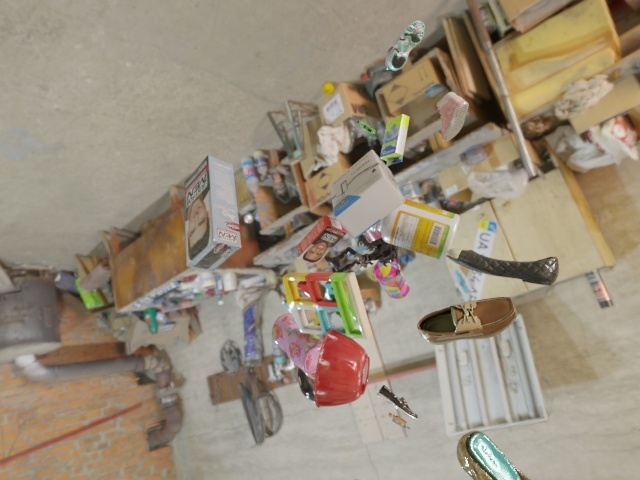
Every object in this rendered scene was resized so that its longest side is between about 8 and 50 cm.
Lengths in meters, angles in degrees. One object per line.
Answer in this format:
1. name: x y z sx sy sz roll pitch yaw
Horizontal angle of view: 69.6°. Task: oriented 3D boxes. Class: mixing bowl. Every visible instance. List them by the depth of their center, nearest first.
1. mixing bowl: 0.058 0.303 1.066 0.098 0.182 0.181 7 172 17

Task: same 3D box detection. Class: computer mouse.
1. computer mouse: -0.034 0.586 1.861 0.060 0.262 0.184 -45 122 1

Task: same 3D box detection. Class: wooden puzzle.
1. wooden puzzle: 0.263 0.602 1.536 0.006 0.083 0.049 -63 171 8

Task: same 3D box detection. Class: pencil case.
1. pencil case: -0.054 0.331 1.463 0.124 0.124 0.284 -8 -165 -27
2. pencil case: 0.268 0.140 1.707 0.104 0.105 0.236 -18 151 10

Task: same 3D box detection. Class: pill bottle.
1. pill bottle: 0.256 -0.043 1.308 0.245 0.137 0.136 19 173 14

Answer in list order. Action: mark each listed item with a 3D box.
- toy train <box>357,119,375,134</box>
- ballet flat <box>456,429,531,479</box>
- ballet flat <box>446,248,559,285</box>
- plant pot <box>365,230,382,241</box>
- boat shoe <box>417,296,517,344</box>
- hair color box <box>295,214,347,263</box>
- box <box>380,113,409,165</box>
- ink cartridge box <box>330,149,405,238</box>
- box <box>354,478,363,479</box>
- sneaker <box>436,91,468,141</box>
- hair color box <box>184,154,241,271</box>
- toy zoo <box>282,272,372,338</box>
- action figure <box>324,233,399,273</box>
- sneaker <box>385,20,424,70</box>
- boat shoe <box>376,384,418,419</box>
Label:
1. toy train: 0.147 -0.368 1.495 0.023 0.083 0.017 8 121 -48
2. ballet flat: 0.484 0.645 1.170 0.123 0.348 0.123 -36 158 -17
3. ballet flat: 0.294 0.035 0.753 0.173 0.049 0.057 12 178 17
4. plant pot: 0.251 -0.078 1.934 0.201 0.180 0.201 -25 -160 10
5. boat shoe: 0.466 0.261 1.498 0.323 0.123 0.120 -26 143 27
6. hair color box: 0.000 0.000 1.267 0.071 0.043 0.141 19 128 -34
7. box: 0.285 -0.386 1.780 0.042 0.178 0.109 15 171 -24
8. ink cartridge box: 0.106 -0.116 1.114 0.148 0.086 0.203 -39 -157 16
9. box: 0.081 0.852 1.400 0.058 0.232 0.087 30 -178 -34
10. sneaker: 0.324 -0.315 1.161 0.051 0.070 0.134 -30 155 -17
11. hair color box: -0.397 -0.100 1.662 0.113 0.375 0.185 17 139 -40
12. toy zoo: -0.002 0.184 1.326 0.293 0.193 0.030 -3 -160 40
13. action figure: 0.153 0.027 1.505 0.275 0.141 0.164 -23 134 9
14. sneaker: 0.151 -0.366 0.868 0.098 0.038 0.069 -54 -161 5
15. boat shoe: 0.214 0.441 1.254 0.038 0.125 0.046 -53 150 -16
